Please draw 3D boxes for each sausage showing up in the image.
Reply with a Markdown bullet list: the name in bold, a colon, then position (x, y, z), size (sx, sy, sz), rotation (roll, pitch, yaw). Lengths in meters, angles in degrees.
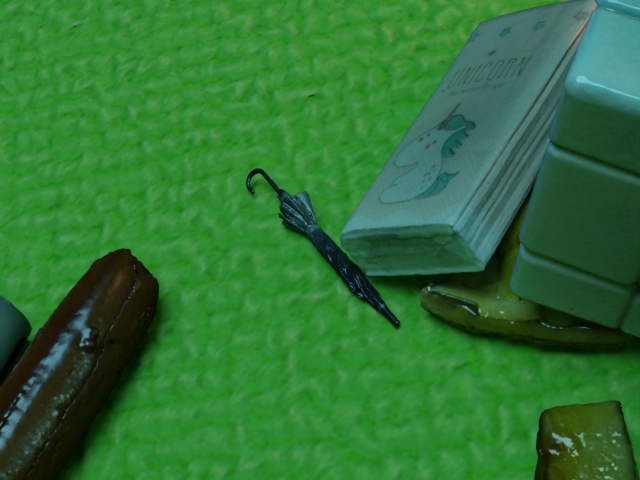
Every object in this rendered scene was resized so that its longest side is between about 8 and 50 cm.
- **sausage**: position (-0.257, 0.147, 1.281), size (0.102, 0.102, 0.330), rotation (15, 58, 27)

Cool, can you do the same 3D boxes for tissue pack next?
- **tissue pack**: position (0.161, -0.105, 1.316), size (0.170, 0.071, 0.325), rotation (-7, 41, 50)

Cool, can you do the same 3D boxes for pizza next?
- **pizza**: position (0.196, 0.012, 1.250), size (0.204, 0.080, 0.188), rotation (-1, 52, 18)

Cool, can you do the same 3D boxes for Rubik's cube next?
- **Rubik's cube**: position (0.363, -0.101, 1.083), size (0.316, 0.319, 0.322), rotation (19, 61, 9)

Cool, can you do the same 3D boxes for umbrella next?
- **umbrella**: position (0.003, -0.005, 1.353), size (0.269, 0.044, 0.044), rotation (43, 102, 37)

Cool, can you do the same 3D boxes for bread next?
- **bread**: position (0.221, 0.239, 1.048), size (0.094, 0.102, 0.245), rotation (-11, 51, 8)

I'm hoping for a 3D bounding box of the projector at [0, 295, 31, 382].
- **projector**: position (-0.406, 0.197, 1.286), size (0.108, 0.108, 0.337), rotation (10, 57, 25)
